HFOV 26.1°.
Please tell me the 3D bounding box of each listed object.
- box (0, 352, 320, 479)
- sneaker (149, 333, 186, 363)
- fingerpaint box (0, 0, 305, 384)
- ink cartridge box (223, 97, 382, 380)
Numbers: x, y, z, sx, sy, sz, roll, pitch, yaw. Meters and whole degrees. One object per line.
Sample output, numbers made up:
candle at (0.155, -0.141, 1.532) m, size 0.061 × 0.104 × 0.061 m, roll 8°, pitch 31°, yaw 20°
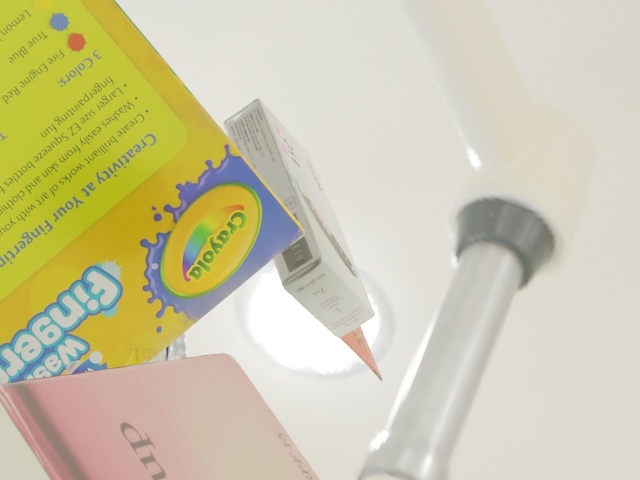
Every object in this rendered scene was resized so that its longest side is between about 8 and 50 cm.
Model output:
box at (-0.078, 0.134, 0.461) m, size 0.127 × 0.232 × 0.149 m, roll -37°, pitch -101°, yaw 12°
sneaker at (-0.204, 0.121, 1.567) m, size 0.091 × 0.258 × 0.094 m, roll 6°, pitch -44°, yaw -15°
fingerpaint box at (-0.303, -0.012, 1.206) m, size 0.371 × 0.445 × 0.163 m, roll 50°, pitch -1°, yaw -11°
ink cartridge box at (0.000, 0.000, 1.594) m, size 0.060 × 0.275 × 0.239 m, roll -33°, pitch -43°, yaw 12°
